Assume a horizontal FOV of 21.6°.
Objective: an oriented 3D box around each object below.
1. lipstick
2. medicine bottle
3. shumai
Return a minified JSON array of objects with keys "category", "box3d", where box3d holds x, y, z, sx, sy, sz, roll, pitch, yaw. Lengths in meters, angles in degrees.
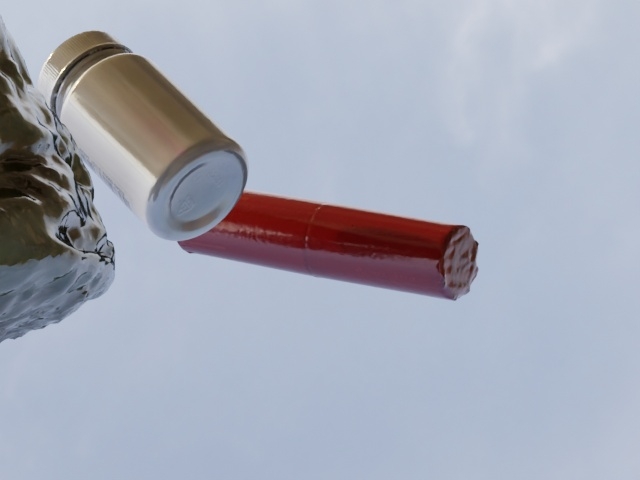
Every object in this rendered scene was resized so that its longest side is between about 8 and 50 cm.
[{"category":"lipstick","box3d":[0.000,-0.001,1.468,0.279,0.073,0.073,10,-152,31]},{"category":"medicine bottle","box3d":[-0.151,-0.091,1.402,0.102,0.103,0.186,-13,-135,-41]},{"category":"shumai","box3d":[-0.314,-0.069,1.064,0.324,0.397,0.323,-13,-92,-3]}]
